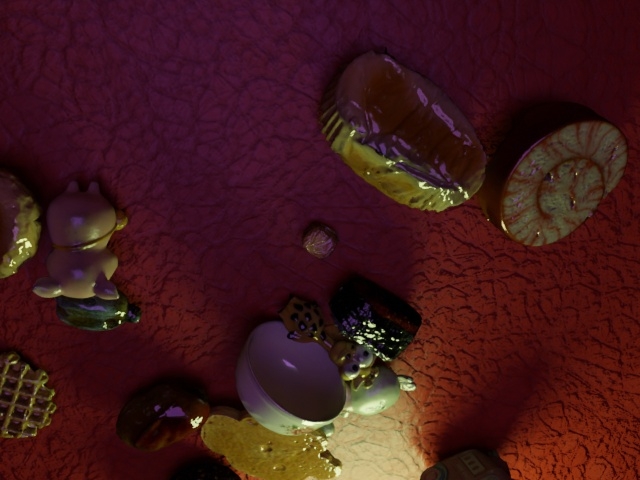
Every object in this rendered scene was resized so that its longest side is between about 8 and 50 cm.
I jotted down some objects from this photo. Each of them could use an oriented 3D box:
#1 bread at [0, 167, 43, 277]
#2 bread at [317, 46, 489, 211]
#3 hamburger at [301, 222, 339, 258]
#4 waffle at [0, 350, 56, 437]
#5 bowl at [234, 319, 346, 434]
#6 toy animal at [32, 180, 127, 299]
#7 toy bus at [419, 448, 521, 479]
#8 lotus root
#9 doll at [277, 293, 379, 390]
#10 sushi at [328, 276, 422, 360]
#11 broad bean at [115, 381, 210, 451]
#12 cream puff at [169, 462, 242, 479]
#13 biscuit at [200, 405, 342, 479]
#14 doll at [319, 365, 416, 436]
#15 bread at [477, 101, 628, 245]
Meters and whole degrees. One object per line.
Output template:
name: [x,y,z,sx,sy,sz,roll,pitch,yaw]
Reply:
bread: [-0.669,-0.040,1.259,0.244,0.134,0.245,3,103,11]
bread: [0.169,-0.218,1.308,0.388,0.183,0.236,42,85,-13]
hamburger: [0.000,0.000,1.427,0.083,0.044,0.076,38,104,-17]
waffle: [-0.764,0.376,1.472,0.249,0.056,0.253,-11,113,-2]
bowl: [-0.087,0.337,1.442,0.277,0.277,0.145,29,119,-17]
toy animal: [-0.502,-0.001,1.310,0.165,0.149,0.248,1,91,-3]
toy bus: [0.423,0.679,1.622,0.231,0.294,0.197,-32,109,-5]
lotus root: [-0.502,0.150,1.399,0.192,0.088,0.113,12,118,-13]
doll: [0.021,0.244,1.476,0.291,0.086,0.117,41,64,-3]
sushi: [0.128,0.187,1.471,0.225,0.136,0.126,29,108,-24]
broad bean: [-0.382,0.426,1.505,0.228,0.122,0.156,-24,123,6]
cream puff: [-0.301,0.696,1.597,0.239,0.165,0.239,-4,113,-9]
biscuit: [-0.121,0.516,1.572,0.375,0.051,0.269,22,127,-4]
doll: [0.099,0.383,1.559,0.275,0.113,0.155,-24,133,-3]
bread: [0.506,-0.144,1.369,0.295,0.114,0.328,28,110,-34]
